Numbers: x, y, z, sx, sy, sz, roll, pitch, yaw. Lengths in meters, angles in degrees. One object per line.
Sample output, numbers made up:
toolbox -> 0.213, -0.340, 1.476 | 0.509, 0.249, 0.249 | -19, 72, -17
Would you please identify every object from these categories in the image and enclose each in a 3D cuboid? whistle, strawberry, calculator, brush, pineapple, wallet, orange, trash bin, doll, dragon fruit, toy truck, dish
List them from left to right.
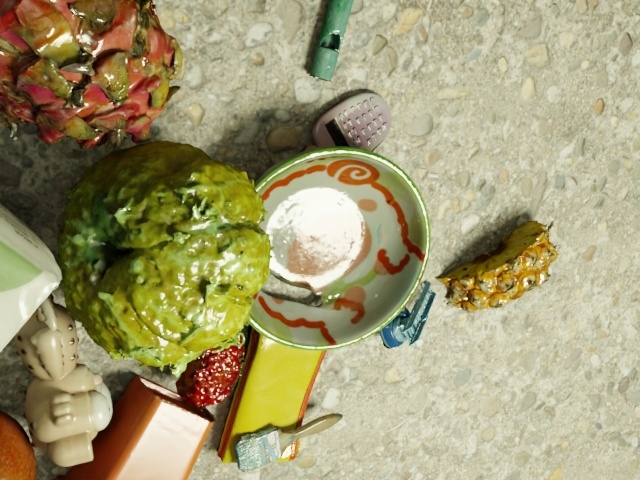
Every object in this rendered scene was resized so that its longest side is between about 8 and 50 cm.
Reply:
doll -> -0.363, 0.178, 1.104 | 0.119, 0.154, 0.278 | -11, 108, -16
dragon fruit -> -0.299, -0.249, 0.966 | 0.291, 0.250, 0.269 | 37, 66, -39
trash bin -> -0.269, 0.340, 1.181 | 0.161, 0.184, 0.239 | 33, 85, -31
orange -> -0.218, 0.019, 1.035 | 0.301, 0.300, 0.223 | -66, 159, 9
strawberry -> -0.164, 0.183, 1.197 | 0.086, 0.145, 0.145 | 28, 93, -19
wallet -> -0.079, 0.252, 1.305 | 0.141, 0.067, 0.241 | 9, 106, -30
brush -> -0.049, 0.320, 1.301 | 0.196, 0.021, 0.070 | -17, 118, -25
dish -> 0.000, 0.000, 1.232 | 0.324, 0.124, 0.324 | -6, 111, -16
whistle -> 0.025, -0.333, 1.189 | 0.039, 0.039, 0.186 | 12, 100, -26
calculator -> 0.042, -0.168, 1.252 | 0.166, 0.024, 0.103 | -36, 116, -13
toy truck -> 0.147, 0.126, 1.366 | 0.063, 0.074, 0.136 | 61, 37, -27
pineapple -> 0.329, 0.048, 1.377 | 0.233, 0.135, 0.079 | -36, 115, -9

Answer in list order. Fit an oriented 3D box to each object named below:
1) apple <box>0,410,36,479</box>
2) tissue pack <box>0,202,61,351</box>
apple -> -0.485, 0.321, 1.088 | 0.181, 0.168, 0.181 | -5, 108, -16
tissue pack -> -0.508, -0.022, 0.921 | 0.356, 0.266, 0.194 | 43, 80, -27
